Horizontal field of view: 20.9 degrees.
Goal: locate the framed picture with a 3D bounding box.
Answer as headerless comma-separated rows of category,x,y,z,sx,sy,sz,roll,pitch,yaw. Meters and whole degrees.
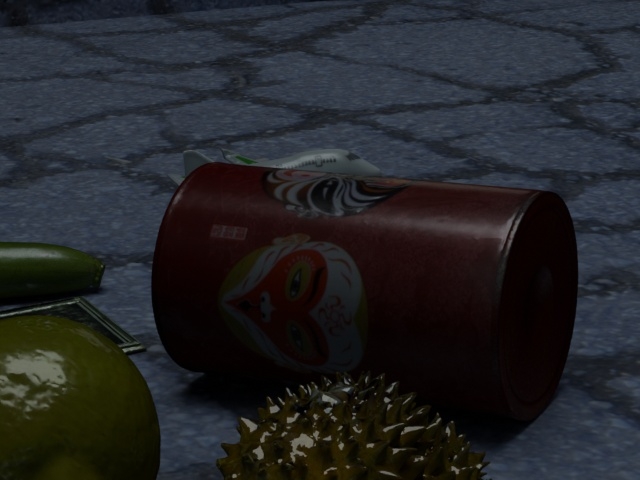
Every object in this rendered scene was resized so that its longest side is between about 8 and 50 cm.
framed picture,-0.273,0.093,1.756,0.142,0.011,0.183,-10,18,-25

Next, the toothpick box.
toothpick box,0.041,0.041,1.559,0.333,0.204,0.204,7,19,27

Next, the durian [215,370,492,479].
durian,0.030,0.166,1.275,0.183,0.138,0.250,-3,8,29

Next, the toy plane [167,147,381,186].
toy plane,-0.053,-0.061,2.097,0.255,0.101,0.251,-1,16,-9

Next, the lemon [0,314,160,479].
lemon,-0.215,0.141,1.297,0.184,0.184,0.248,-8,18,-19

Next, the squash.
squash,-0.334,0.034,1.884,0.201,0.066,0.066,2,16,-10
